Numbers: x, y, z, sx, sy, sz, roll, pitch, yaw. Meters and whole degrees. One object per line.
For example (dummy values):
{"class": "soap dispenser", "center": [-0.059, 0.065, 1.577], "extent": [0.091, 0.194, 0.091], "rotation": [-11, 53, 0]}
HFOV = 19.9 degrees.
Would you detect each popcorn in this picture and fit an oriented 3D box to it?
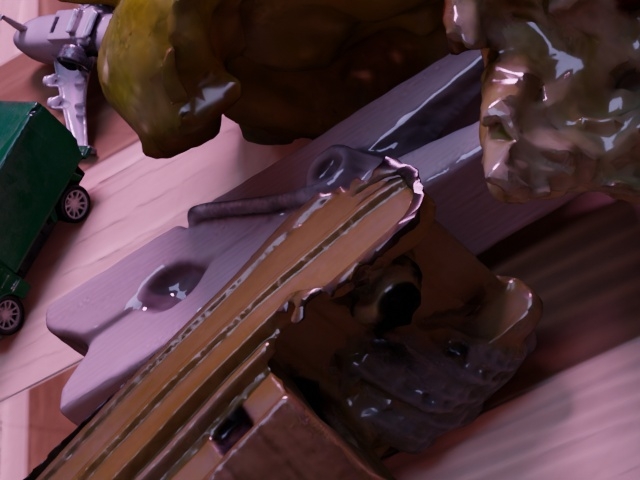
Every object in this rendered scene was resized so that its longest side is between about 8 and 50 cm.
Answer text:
{"class": "popcorn", "center": [-0.017, -0.215, 1.004], "extent": [0.321, 0.325, 0.290], "rotation": [-35, 55, 0]}

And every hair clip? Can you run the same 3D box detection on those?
{"class": "hair clip", "center": [-0.003, -0.002, 0.986], "extent": [0.331, 0.085, 0.101], "rotation": [-30, 46, 15]}

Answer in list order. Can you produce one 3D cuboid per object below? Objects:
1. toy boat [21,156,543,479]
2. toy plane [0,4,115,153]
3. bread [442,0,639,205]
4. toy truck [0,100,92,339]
{"class": "toy boat", "center": [-0.072, 0.159, 0.885], "extent": [0.445, 0.136, 0.162], "rotation": [-45, 35, 6]}
{"class": "toy plane", "center": [-0.161, -0.140, 1.261], "extent": [0.171, 0.065, 0.162], "rotation": [8, 73, 38]}
{"class": "bread", "center": [0.241, -0.096, 0.770], "extent": [0.370, 0.191, 0.314], "rotation": [-21, 42, 18]}
{"class": "toy truck", "center": [-0.208, -0.009, 1.172], "extent": [0.065, 0.079, 0.147], "rotation": [6, 63, 43]}
